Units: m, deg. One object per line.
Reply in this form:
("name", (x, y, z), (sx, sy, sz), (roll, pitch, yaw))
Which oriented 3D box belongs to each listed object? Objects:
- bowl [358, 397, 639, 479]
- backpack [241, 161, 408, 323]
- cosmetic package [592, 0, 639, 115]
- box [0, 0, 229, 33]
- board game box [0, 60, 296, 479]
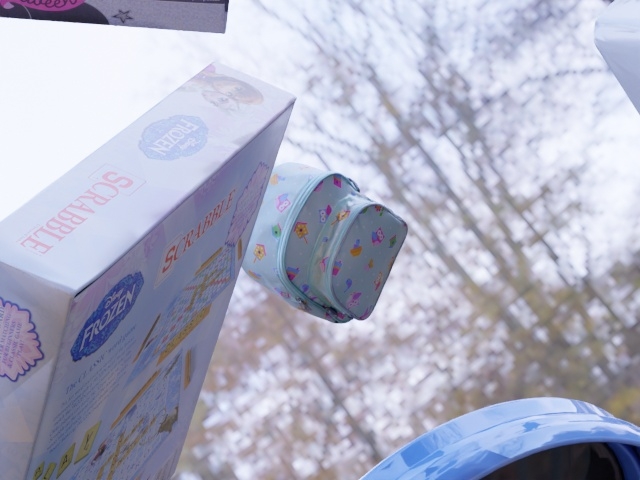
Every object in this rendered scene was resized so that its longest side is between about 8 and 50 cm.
("bowl", (0.122, 0.289, 1.329), (0.391, 0.077, 0.391), (-18, -51, -23))
("backpack", (0.000, 0.000, 1.984), (0.188, 0.144, 0.165), (33, -100, -45))
("cosmetic package", (0.431, -0.049, 0.948), (0.329, 0.327, 0.393), (-38, -72, -9))
("box", (-0.205, -0.304, 1.643), (0.247, 0.142, 0.163), (4, -51, -7))
("board game box", (-0.138, 0.085, 1.026), (0.318, 0.066, 0.318), (-49, -19, -61))
